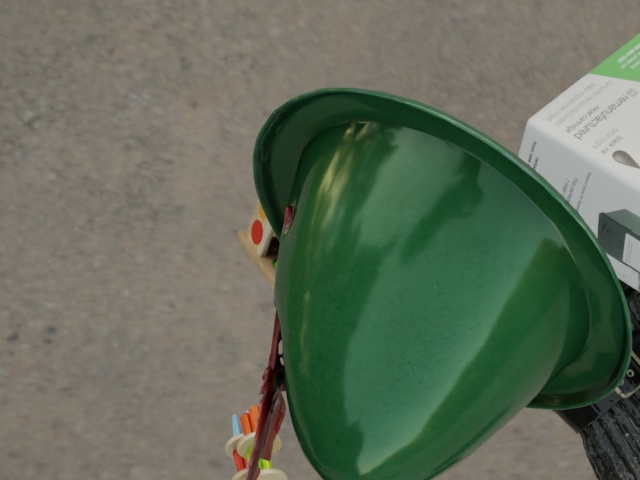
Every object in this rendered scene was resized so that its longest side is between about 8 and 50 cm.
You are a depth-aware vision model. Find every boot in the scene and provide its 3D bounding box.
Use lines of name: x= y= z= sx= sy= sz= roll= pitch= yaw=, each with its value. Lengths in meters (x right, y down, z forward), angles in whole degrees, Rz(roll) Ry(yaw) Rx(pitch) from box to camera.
boot: x=0.228 y=0.152 z=1.247 sx=0.348 sy=0.131 sz=0.260 roll=-26 pitch=91 yaw=-14

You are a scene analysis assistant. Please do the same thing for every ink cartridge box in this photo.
ink cartridge box: x=0.359 y=-0.048 z=1.170 sx=0.289 sy=0.121 sz=0.211 roll=36 pitch=54 yaw=25

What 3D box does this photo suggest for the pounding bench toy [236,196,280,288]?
pounding bench toy: x=0.000 y=0.000 z=0.650 sx=0.083 sy=0.052 sz=0.065 roll=51 pitch=130 yaw=47

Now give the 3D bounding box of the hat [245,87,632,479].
hat: x=0.003 y=0.077 z=0.472 sx=0.173 sy=0.208 sz=0.183 roll=17 pitch=55 yaw=34

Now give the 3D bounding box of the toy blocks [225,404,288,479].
toy blocks: x=-0.079 y=0.244 z=1.447 sx=0.054 sy=0.123 sz=0.148 roll=-3 pitch=46 yaw=-13
